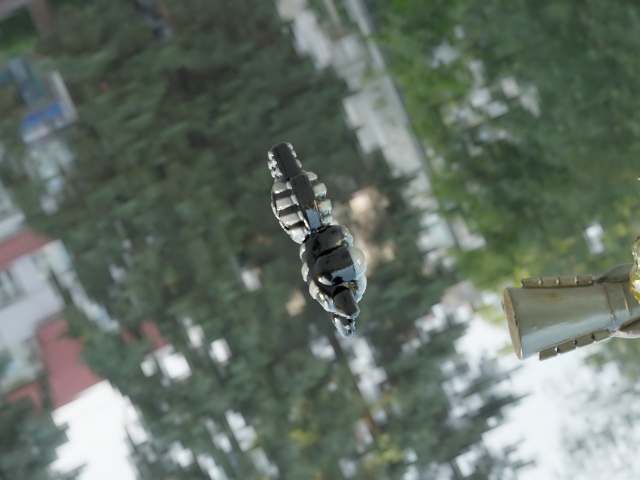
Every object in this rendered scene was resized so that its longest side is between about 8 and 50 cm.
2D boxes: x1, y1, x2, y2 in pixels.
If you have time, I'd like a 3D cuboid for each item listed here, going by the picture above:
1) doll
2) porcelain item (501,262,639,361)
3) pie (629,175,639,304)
[{"bbox_3d":[0.000,0.000,1.900,0.067,0.219,0.091,-19,161,-11],"label":"doll"},{"bbox_3d":[0.291,0.062,1.823,0.213,0.084,0.054,-11,172,-6],"label":"porcelain item"},{"bbox_3d":[0.374,0.056,1.567,0.105,0.257,0.274,-45,153,-25],"label":"pie"}]
